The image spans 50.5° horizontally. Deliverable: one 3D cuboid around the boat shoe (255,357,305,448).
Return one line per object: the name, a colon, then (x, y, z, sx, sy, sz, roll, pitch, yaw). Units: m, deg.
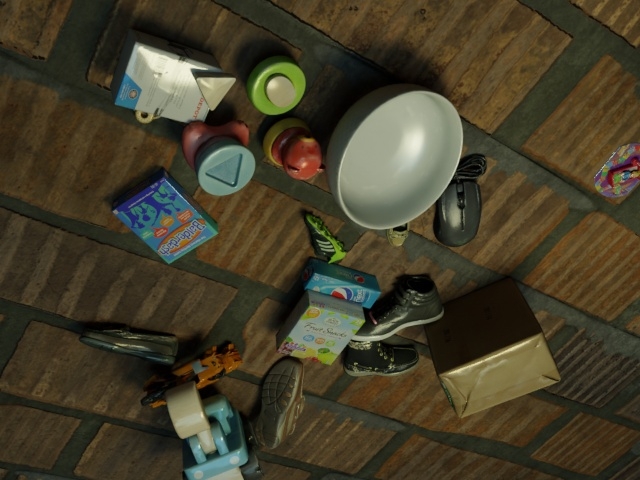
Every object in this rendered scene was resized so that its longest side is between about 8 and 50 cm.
boat shoe: (-0.110, 0.495, 2.107, 0.116, 0.123, 0.324, -10, 128, -47)

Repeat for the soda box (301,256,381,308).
soda box: (0.056, 0.117, 1.856, 0.210, 0.071, 0.067, 17, 123, -23)

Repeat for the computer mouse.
computer mouse: (0.352, -0.077, 1.764, 0.188, 0.072, 0.272, -14, 129, -1)

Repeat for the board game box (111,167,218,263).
board game box: (-0.376, -0.055, 1.654, 0.160, 0.047, 0.210, -31, 127, 13)

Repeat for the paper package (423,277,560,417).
paper package: (0.462, 0.291, 1.900, 0.309, 0.325, 0.168, -24, 114, 9)

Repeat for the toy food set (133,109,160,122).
toy food set: (-0.374, -0.300, 1.481, 0.083, 0.020, 0.083, -18, 128, 4)

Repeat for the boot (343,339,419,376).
boot: (0.183, 0.326, 2.024, 0.236, 0.085, 0.179, -6, 136, -2)

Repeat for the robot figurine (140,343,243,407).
robot figurine: (-0.378, 0.392, 1.945, 0.291, 0.085, 0.211, -27, 166, 15)

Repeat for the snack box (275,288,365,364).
snack box: (-0.004, 0.242, 1.867, 0.174, 0.070, 0.207, 17, 126, -22)

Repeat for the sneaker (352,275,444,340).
sneaker: (0.204, 0.184, 1.924, 0.295, 0.105, 0.147, -16, 127, -6)

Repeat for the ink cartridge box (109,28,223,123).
ink cartridge box: (-0.319, -0.333, 1.403, 0.190, 0.082, 0.140, 9, 123, -34)

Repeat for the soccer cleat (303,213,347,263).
soccer cleat: (0.000, 0.000, 1.764, 0.072, 0.060, 0.179, -31, 129, 15)

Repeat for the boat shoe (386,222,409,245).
boat shoe: (0.208, -0.041, 1.778, 0.056, 0.048, 0.153, 0, 127, -11)

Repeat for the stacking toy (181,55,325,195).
stacking toy: (-0.131, -0.230, 1.452, 0.308, 0.130, 0.280, -16, 136, -21)

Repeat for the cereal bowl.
cereal bowl: (0.151, -0.203, 1.553, 0.339, 0.141, 0.339, -18, 128, -24)

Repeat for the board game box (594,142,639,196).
board game box: (0.813, -0.177, 1.800, 0.133, 0.033, 0.169, 18, 121, -23)

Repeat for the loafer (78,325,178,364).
loafer: (-0.525, 0.277, 1.877, 0.267, 0.084, 0.096, 20, 158, -21)

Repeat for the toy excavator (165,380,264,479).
toy excavator: (-0.332, 0.532, 1.922, 0.222, 0.433, 0.445, -21, 109, -6)
